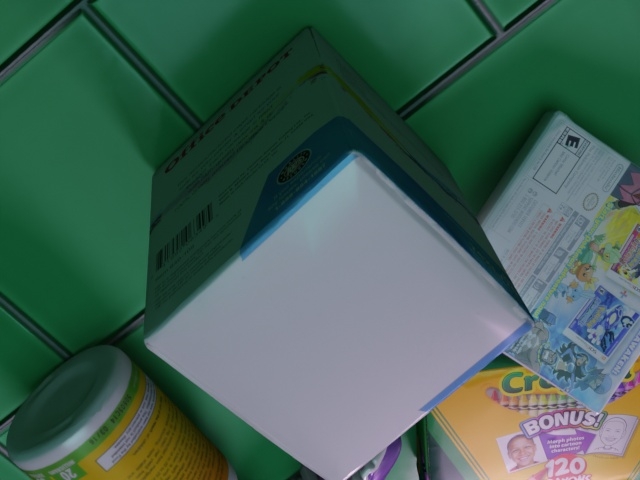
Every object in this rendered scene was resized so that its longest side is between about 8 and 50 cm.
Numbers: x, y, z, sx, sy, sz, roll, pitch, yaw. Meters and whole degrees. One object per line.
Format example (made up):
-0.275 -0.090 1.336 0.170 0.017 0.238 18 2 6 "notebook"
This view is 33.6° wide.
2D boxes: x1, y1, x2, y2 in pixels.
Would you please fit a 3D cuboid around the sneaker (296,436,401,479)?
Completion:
0.026 0.270 1.080 0.104 0.095 0.236 19 119 -23 "sneaker"

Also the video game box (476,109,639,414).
0.224 0.019 0.941 0.187 0.048 0.205 34 92 -5 "video game box"

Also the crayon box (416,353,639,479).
0.232 0.163 1.046 0.278 0.081 0.165 -7 118 -3 "crayon box"

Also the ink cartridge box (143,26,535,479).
0.000 0.000 0.830 0.198 0.270 0.197 -42 115 15 "ink cartridge box"

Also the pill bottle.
-0.165 0.227 1.004 0.136 0.136 0.246 -33 116 11 "pill bottle"
